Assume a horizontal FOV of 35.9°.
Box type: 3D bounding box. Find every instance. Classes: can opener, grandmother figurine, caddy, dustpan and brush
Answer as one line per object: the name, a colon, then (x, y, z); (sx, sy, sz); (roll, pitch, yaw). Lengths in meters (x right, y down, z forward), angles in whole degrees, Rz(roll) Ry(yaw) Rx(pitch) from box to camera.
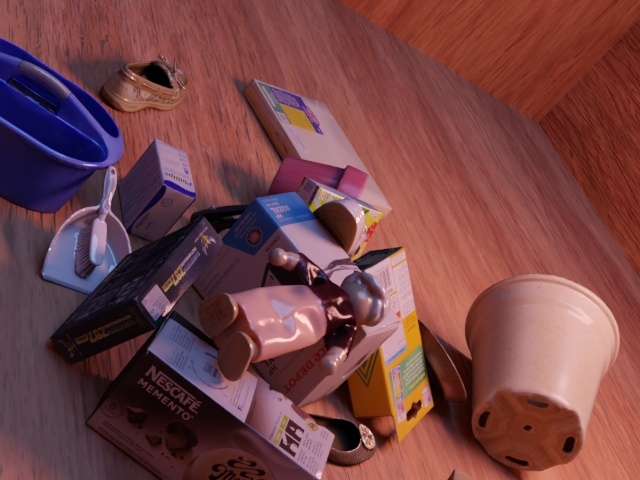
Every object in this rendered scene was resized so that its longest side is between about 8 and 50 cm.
can opener: (-0.174, -0.043, 1.843); (0.073, 0.186, 0.059); (-42, 112, -39)
grandmother figurine: (-0.021, 0.104, 1.465); (0.342, 0.104, 0.208); (-6, 74, -47)
caddy: (-0.493, -0.209, 1.632); (0.341, 0.179, 0.241); (34, 26, -16)
dustpan and brush: (-0.358, -0.022, 1.583); (0.147, 0.060, 0.211); (24, 52, -35)

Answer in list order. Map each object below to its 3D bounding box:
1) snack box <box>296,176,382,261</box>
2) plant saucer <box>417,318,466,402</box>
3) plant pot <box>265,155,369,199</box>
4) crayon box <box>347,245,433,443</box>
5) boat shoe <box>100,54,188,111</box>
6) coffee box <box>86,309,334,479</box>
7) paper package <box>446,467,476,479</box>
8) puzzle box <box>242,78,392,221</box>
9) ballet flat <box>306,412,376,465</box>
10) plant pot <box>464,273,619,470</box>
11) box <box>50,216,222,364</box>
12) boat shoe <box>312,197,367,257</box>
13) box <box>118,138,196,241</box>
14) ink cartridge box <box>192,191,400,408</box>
snack box: (0.000, 0.000, 1.953); (0.174, 0.207, 0.070); (22, 10, -37)
plant saucer: (0.224, 0.249, 1.988); (0.198, 0.036, 0.198); (56, -11, 16)
plant pot: (-0.018, -0.086, 2.109); (0.180, 0.201, 0.201); (24, 27, 0)
crayon box: (0.116, 0.192, 1.842); (0.203, 0.083, 0.323); (-25, 105, -63)
boat shoe: (-0.357, -0.341, 2.122); (0.104, 0.089, 0.285); (43, 25, 4)
coffee box: (-0.152, 0.263, 1.389); (0.297, 0.168, 0.119); (39, 26, -7)
paper package: (0.288, 0.563, 1.501); (0.325, 0.168, 0.309); (30, 27, -7)
puzzle box: (-0.009, -0.227, 2.473); (0.272, 0.052, 0.409); (12, 39, -45)
ballet flat: (0.009, 0.320, 1.648); (0.250, 0.058, 0.084); (20, 34, -37)
plant pot: (0.444, 0.292, 2.045); (0.334, 0.334, 0.305); (37, 37, -9)
box: (-0.267, 0.072, 1.459); (0.059, 0.183, 0.233); (57, 32, -16)
boat shoe: (0.038, -0.016, 1.803); (0.096, 0.277, 0.098); (-33, 80, -23)
box: (-0.296, -0.089, 1.780); (0.072, 0.126, 0.137); (25, 31, -35)
ink cartridge box: (-0.048, 0.104, 1.712); (0.307, 0.223, 0.129); (51, 28, 16)
